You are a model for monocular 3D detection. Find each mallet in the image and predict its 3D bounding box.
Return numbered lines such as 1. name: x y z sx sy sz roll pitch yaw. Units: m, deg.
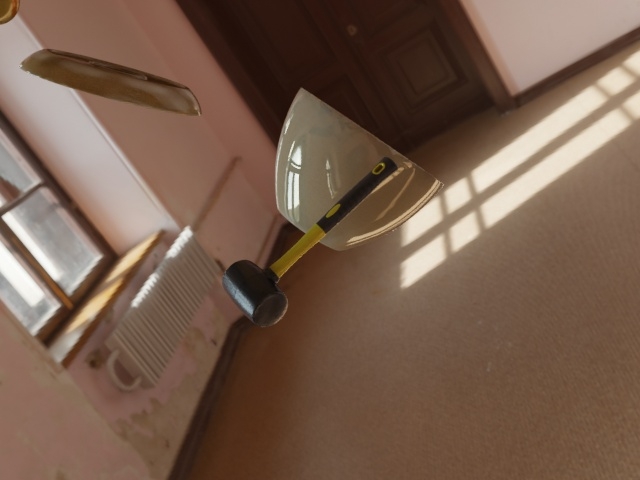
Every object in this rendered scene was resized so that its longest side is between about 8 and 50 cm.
1. mallet: 0.000 0.000 0.638 0.190 0.039 0.062 -38 47 0

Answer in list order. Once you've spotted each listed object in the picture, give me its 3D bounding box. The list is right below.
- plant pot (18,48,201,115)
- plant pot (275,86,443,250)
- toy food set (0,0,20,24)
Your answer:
1. plant pot: -0.269 -0.212 0.962 0.236 0.236 0.032 -118 43 -72
2. plant pot: 0.033 -0.096 1.218 0.191 0.284 0.284 -55 16 8
3. toy food set: -0.300 -0.267 0.665 0.039 0.132 0.192 5 34 14
